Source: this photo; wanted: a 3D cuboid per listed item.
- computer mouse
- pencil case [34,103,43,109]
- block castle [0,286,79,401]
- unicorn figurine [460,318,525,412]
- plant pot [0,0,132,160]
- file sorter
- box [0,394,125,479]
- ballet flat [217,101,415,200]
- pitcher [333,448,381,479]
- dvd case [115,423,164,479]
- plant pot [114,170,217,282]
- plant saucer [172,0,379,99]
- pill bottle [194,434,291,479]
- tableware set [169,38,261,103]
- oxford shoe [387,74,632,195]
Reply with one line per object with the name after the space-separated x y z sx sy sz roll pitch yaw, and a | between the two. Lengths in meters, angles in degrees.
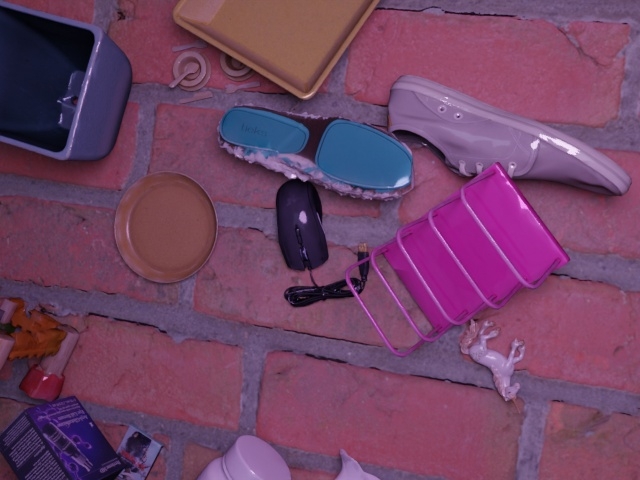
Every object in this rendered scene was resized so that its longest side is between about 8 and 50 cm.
0.000 0.000 1.159 0.184 0.060 0.262 -6 89 13 | computer mouse
-0.718 -0.303 1.293 0.236 0.104 0.104 -15 87 11 | pencil case
-0.774 0.199 1.200 0.453 0.303 0.212 26 88 11 | block castle
0.335 0.225 1.094 0.162 0.060 0.111 34 97 26 | unicorn figurine
-0.516 -0.296 1.168 0.248 0.252 0.247 17 94 7 | plant pot
0.217 0.045 0.992 0.291 0.182 0.202 -40 80 39 | file sorter
-0.539 0.446 1.215 0.108 0.153 0.207 -45 78 8 | box
-0.003 -0.169 1.122 0.409 0.147 0.147 20 94 18 | ballet flat
0.055 0.536 1.114 0.178 0.125 0.207 34 79 -5 | pitcher
-0.402 0.471 1.263 0.087 0.013 0.119 29 97 11 | dvd case
-0.325 -0.029 1.242 0.236 0.032 0.236 0 90 12 | plant pot
-0.063 -0.470 1.144 0.333 0.081 0.332 33 85 9 | plant saucer
-0.195 0.534 1.145 0.160 0.160 0.283 40 98 9 | pill bottle
-0.224 -0.370 1.219 0.194 0.039 0.128 -9 88 12 | tableware set
0.313 -0.161 1.044 0.449 0.169 0.130 26 92 18 | oxford shoe
